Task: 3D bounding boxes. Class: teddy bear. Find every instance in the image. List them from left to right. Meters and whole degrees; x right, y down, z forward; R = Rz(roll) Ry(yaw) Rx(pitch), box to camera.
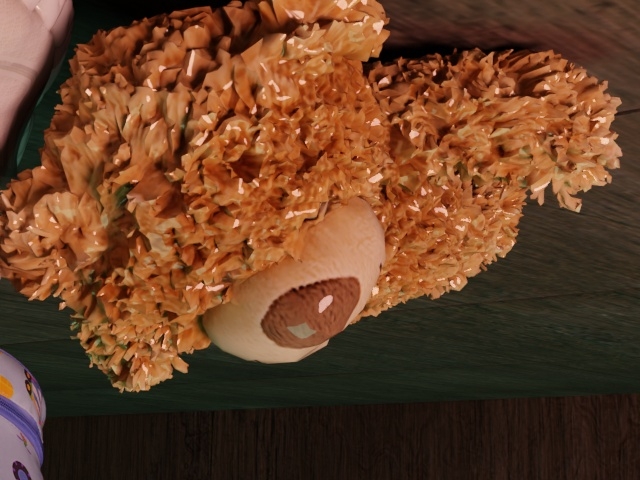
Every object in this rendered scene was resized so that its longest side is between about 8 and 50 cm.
[{"bbox_3d":[0.000,0.000,0.581,0.245,0.113,0.338,-11,170,-5],"label":"teddy bear"}]

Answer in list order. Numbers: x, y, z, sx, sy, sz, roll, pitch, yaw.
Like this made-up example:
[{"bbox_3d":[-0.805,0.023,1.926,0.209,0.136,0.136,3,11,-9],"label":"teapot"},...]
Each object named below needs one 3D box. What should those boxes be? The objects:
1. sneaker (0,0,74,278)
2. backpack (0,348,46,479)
[{"bbox_3d":[-0.148,-0.027,0.505,0.110,0.118,0.292,4,167,-10],"label":"sneaker"},{"bbox_3d":[-0.165,0.070,0.457,0.158,0.116,0.173,25,142,-28],"label":"backpack"}]
